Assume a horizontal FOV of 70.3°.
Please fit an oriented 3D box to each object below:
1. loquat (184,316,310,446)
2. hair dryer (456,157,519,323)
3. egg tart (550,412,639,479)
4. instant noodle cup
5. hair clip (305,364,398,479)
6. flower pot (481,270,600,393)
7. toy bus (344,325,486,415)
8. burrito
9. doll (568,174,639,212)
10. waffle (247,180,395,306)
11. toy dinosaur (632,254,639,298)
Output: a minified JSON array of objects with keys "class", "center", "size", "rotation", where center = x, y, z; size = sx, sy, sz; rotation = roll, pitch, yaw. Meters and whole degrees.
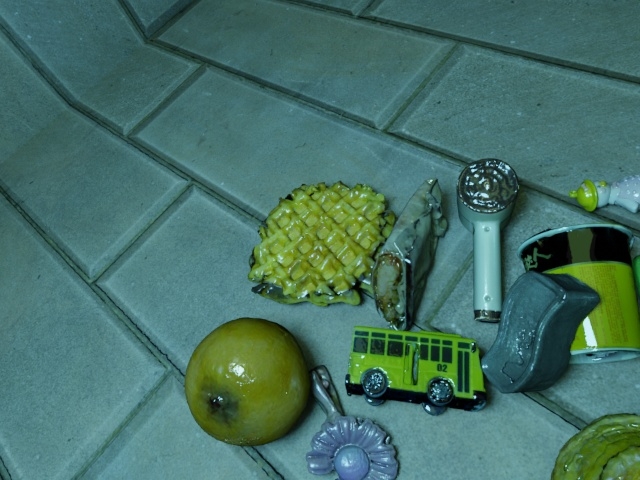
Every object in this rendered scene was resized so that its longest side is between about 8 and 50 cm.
[{"class":"loquat","center":[-0.151,0.292,0.943],"size":[0.262,0.263,0.263],"rotation":[-8,56,13]},{"class":"hair dryer","center":[0.368,0.022,1.007],"size":[0.127,0.203,0.363],"rotation":[0,77,18]},{"class":"egg tart","center":[0.520,0.418,0.720],"size":[0.293,0.123,0.294],"rotation":[-9,57,14]},{"class":"instant noodle cup","center":[0.514,0.110,0.886],"size":[0.215,0.215,0.236],"rotation":[-7,66,14]},{"class":"hair clip","center":[0.037,0.385,0.931],"size":[0.172,0.069,0.301],"rotation":[-28,54,-3]},{"class":"flower pot","center":[0.383,0.166,0.812],"size":[0.103,0.108,0.230],"rotation":[38,115,53]},{"class":"toy bus","center":[0.186,0.256,0.907],"size":[0.261,0.128,0.150],"rotation":[5,61,9]},{"class":"burrito","center":[0.205,0.025,1.045],"size":[0.107,0.175,0.348],"rotation":[6,59,41]},{"class":"doll","center":[0.679,-0.106,1.030],"size":[0.207,0.081,0.129],"rotation":[1,40,21]},{"class":"waffle","center":[0.000,0.000,1.178],"size":[0.381,0.095,0.380],"rotation":[2,59,23]},{"class":"toy dinosaur","center":[0.764,0.236,0.777],"size":[0.374,0.144,0.500],"rotation":[21,47,5]}]
